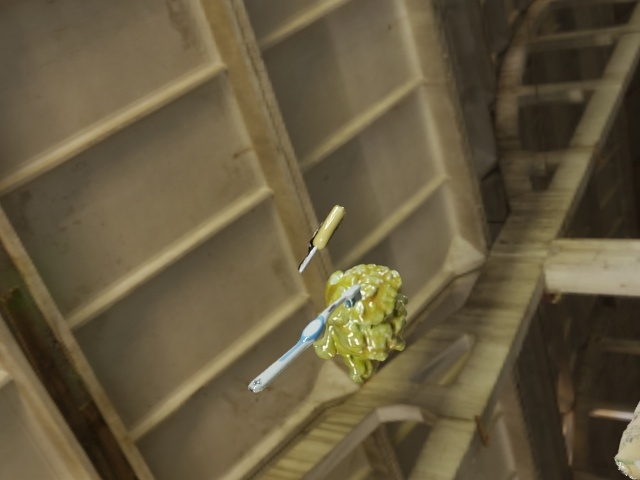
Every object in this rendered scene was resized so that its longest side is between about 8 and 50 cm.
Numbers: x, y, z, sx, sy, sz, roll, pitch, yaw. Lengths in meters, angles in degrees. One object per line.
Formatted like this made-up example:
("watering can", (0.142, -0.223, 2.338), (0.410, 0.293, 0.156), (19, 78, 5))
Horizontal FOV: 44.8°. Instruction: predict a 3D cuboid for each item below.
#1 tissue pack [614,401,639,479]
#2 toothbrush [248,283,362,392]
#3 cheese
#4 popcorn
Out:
("tissue pack", (0.767, 0.404, 1.634), (0.123, 0.257, 0.215), (39, -114, -8))
("toothbrush", (-0.021, 0.181, 1.513), (0.386, 0.040, 0.040), (-37, -58, -49))
("cheese", (-0.001, -0.001, 1.652), (0.162, 0.036, 0.086), (-56, -1, -8))
("popcorn", (0.139, 0.231, 2.331), (0.275, 0.279, 0.335), (13, -126, -16))
